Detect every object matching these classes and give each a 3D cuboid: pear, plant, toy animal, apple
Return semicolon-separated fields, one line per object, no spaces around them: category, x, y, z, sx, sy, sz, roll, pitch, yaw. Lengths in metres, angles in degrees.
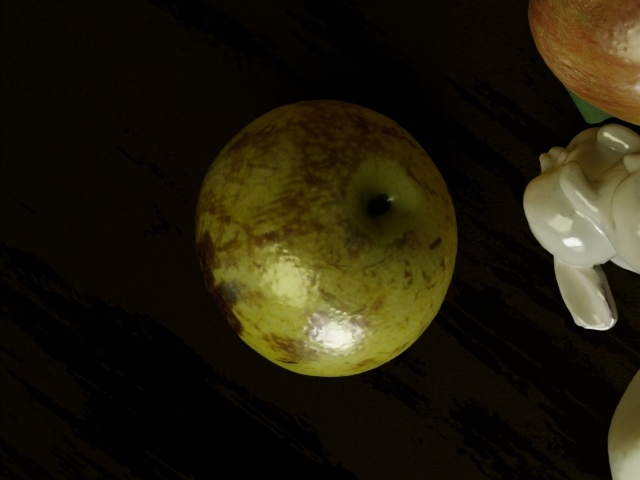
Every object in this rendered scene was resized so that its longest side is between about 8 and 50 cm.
pear;0.000;0.000;1.685;0.283;0.283;0.284;23;139;22
plant;0.234;-0.157;1.498;0.051;0.051;0.102;-9;116;45
toy animal;0.280;-0.015;1.522;0.178;0.127;0.193;54;150;-11
apple;0.269;-0.188;1.303;0.188;0.211;0.211;34;143;25

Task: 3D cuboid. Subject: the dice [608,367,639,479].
dice;0.449;0.164;1.420;0.304;0.304;0.277;45;142;-4
